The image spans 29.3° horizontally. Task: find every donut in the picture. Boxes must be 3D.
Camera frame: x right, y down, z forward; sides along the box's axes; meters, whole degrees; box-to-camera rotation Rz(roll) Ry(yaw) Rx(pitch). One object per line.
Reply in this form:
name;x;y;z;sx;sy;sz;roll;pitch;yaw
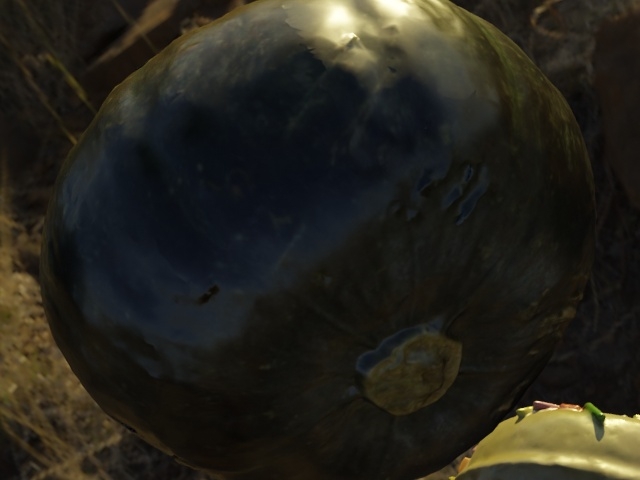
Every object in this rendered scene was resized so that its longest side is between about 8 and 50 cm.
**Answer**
donut;0.354;0.311;1.444;0.307;0.371;0.150;-43;25;60

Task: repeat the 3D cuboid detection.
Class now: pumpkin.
pumpkin;0.000;0.000;0.996;0.454;0.454;0.344;-32;48;3
